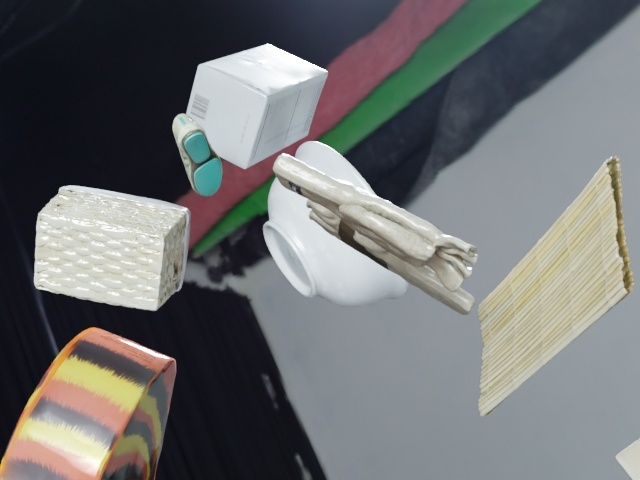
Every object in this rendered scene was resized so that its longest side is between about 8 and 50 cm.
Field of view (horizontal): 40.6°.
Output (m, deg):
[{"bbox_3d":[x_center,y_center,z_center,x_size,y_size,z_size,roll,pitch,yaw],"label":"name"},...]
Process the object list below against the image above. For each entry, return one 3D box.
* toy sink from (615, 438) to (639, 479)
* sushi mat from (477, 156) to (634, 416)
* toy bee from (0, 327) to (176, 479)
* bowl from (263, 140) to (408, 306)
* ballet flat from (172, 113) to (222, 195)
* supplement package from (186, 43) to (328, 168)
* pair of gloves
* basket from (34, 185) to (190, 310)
[{"bbox_3d":[0.635,0.362,1.433,0.234,0.131,0.153,-38,-49,6],"label":"toy sink"},{"bbox_3d":[0.232,0.062,0.909,0.019,0.151,0.316,11,-33,-10],"label":"sushi mat"},{"bbox_3d":[-0.140,0.208,0.490,0.195,0.298,0.162,1,30,22],"label":"toy bee"},{"bbox_3d":[0.000,0.000,1.400,0.134,0.297,0.298,-33,-16,-17],"label":"bowl"},{"bbox_3d":[-0.185,-0.131,1.303,0.057,0.052,0.168,-30,-28,-14],"label":"ballet flat"},{"bbox_3d":[-0.109,-0.238,1.501,0.244,0.134,0.139,-39,-27,-59],"label":"supplement package"},{"bbox_3d":[0.064,-0.006,0.842,0.042,0.204,0.240,-57,-17,-6],"label":"pair of gloves"},{"bbox_3d":[-0.253,0.011,1.044,0.167,0.113,0.103,11,21,3],"label":"basket"}]
